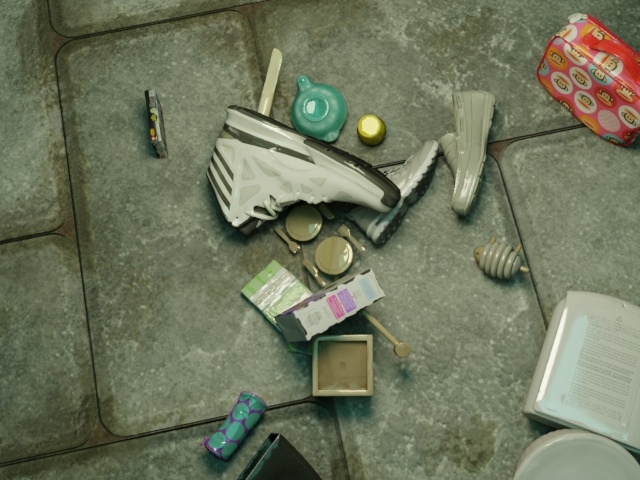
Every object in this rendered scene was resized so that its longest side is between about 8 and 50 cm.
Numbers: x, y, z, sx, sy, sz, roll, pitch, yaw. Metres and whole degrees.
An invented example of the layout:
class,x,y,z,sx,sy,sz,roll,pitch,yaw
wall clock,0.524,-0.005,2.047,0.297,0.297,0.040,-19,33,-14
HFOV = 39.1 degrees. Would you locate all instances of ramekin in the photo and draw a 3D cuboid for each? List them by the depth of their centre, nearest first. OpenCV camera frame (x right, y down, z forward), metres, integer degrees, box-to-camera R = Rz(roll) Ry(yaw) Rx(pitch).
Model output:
class,x,y,z,sx,sy,sz,roll,pitch,yaw
ramekin,0.500,0.498,1.773,0.272,0.127,0.273,0,95,5

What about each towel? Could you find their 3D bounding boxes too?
class,x,y,z,sx,sy,sz,roll,pitch,yaw
towel,-0.027,0.222,1.980,0.083,0.009,0.060,7,72,5
towel,-0.089,0.127,2.006,0.113,0.023,0.152,-42,70,-18

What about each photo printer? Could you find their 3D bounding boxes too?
class,x,y,z,sx,sy,sz,roll,pitch,yaw
photo printer,0.590,0.266,1.899,0.255,0.107,0.308,19,72,7

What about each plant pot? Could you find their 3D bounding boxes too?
class,x,y,z,sx,sy,sz,roll,pitch,yaw
plant pot,-0.083,0.512,1.803,0.167,0.188,0.187,38,75,-1

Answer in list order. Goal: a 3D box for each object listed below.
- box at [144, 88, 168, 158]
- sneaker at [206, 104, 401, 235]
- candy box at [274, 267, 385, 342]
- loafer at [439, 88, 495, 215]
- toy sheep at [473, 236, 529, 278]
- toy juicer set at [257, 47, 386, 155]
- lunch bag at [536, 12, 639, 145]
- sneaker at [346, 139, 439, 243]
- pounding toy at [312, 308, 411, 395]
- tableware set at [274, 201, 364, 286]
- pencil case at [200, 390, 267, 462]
class,x,y,z,sx,sy,sz,roll,pitch,yaw
box,-0.385,-0.273,2.113,0.027,0.094,0.137,-10,71,-2
sneaker,-0.054,-0.104,2.009,0.447,0.169,0.258,26,100,17
candy box,0.017,0.139,1.905,0.196,0.165,0.070,-29,91,-18
loafer,0.327,-0.205,2.071,0.111,0.112,0.320,9,64,10
toy sheep,0.400,0.043,1.992,0.132,0.091,0.091,17,71,26
toy juicer set,-0.027,-0.275,2.119,0.329,0.089,0.209,35,93,8
lunch bag,0.639,-0.368,2.034,0.120,0.258,0.293,-43,76,-12
sneaker,0.169,-0.131,2.047,0.115,0.105,0.281,33,72,18
pounding toy,0.086,0.237,1.917,0.205,0.094,0.181,0,84,1
tableware set,0.000,0.000,2.042,0.128,0.039,0.194,-42,69,0
pencil case,-0.181,0.390,1.898,0.070,0.064,0.152,37,75,-4
